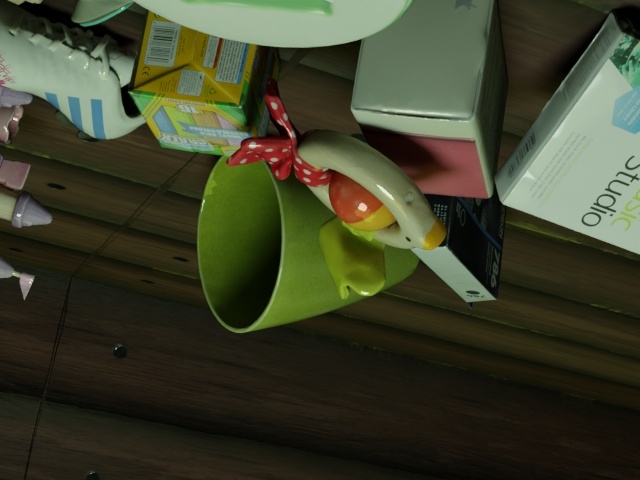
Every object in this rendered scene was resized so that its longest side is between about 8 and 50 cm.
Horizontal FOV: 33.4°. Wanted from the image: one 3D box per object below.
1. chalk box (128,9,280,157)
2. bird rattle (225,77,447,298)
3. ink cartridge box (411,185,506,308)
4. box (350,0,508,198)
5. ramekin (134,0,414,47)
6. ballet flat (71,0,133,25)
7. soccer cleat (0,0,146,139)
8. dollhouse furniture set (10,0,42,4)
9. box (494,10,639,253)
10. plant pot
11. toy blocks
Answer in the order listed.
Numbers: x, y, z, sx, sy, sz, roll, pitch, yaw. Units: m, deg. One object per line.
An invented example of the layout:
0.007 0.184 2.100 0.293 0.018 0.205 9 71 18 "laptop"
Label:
-0.125 -0.179 1.245 0.132 0.132 0.213 8 166 7 "chalk box"
0.033 -0.065 1.131 0.207 0.143 0.253 9 139 55 "bird rattle"
0.215 -0.016 1.562 0.065 0.165 0.332 1 164 23 "ink cartridge box"
0.124 -0.154 1.145 0.126 0.149 0.232 6 164 16 "box"
-0.046 -0.272 0.823 0.303 0.148 0.303 9 165 2 "ramekin"
-0.193 -0.275 1.094 0.213 0.072 0.068 -4 132 39 "ballet flat"
-0.311 -0.224 1.281 0.143 0.116 0.331 -16 157 24 "soccer cleat"
-0.356 -0.277 0.955 0.303 0.174 0.355 20 161 -32 "dollhouse furniture set"
0.385 -0.086 1.151 0.322 0.058 0.232 17 128 -18 "box"
0.000 0.000 1.642 0.293 0.275 0.275 1 171 -32 "plant pot"
-0.500 -0.081 1.531 0.260 0.289 0.309 17 161 -6 "toy blocks"
